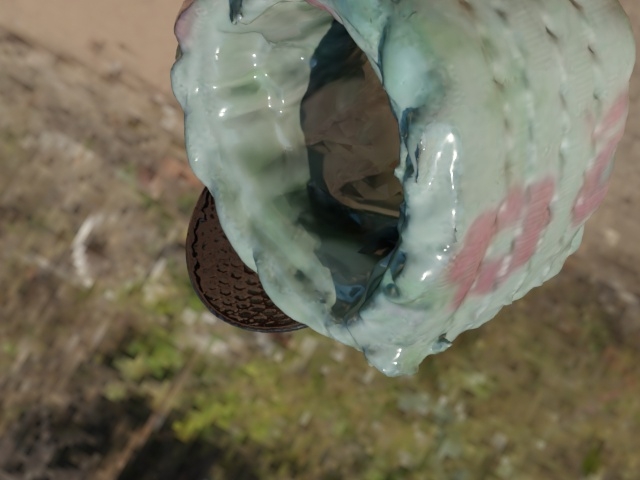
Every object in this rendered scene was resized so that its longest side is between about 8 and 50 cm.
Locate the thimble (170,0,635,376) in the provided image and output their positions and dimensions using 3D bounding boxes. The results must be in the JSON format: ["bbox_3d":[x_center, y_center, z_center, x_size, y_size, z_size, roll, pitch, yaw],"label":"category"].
[{"bbox_3d":[0.039,-0.055,0.893,0.185,0.149,0.211,-5,105,50],"label":"thimble"}]

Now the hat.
[{"bbox_3d":[0.000,0.000,1.475,0.193,0.193,0.082,18,161,36],"label":"hat"}]
